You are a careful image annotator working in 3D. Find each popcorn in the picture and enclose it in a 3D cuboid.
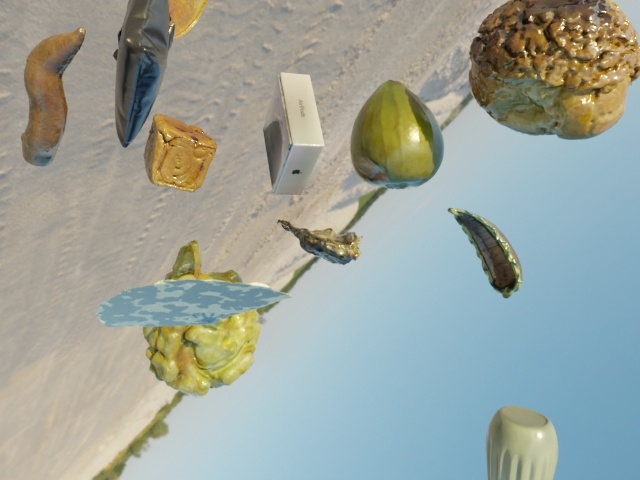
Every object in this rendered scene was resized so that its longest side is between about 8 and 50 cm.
[{"bbox_3d":[-0.283,0.200,1.126,0.274,0.279,0.335,-25,-138,60],"label":"popcorn"}]

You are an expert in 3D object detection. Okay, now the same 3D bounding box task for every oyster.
[{"bbox_3d":[0.003,0.001,0.717,0.105,0.177,0.056,19,89,-45],"label":"oyster"}]

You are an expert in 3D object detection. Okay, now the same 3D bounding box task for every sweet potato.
[{"bbox_3d":[-0.419,-0.218,0.701,0.059,0.067,0.281,-29,164,-46],"label":"sweet potato"}]

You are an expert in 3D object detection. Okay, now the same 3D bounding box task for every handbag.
[{"bbox_3d":[-0.303,-0.310,0.776,0.254,0.089,0.211,-39,-133,54],"label":"handbag"}]

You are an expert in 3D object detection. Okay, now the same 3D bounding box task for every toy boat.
[{"bbox_3d":[0.454,0.013,1.243,0.099,0.293,0.108,-35,-177,-28],"label":"toy boat"}]

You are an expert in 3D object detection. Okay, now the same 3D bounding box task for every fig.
[{"bbox_3d":[0.189,-0.263,1.151,0.239,0.271,0.239,-3,-174,0],"label":"fig"}]

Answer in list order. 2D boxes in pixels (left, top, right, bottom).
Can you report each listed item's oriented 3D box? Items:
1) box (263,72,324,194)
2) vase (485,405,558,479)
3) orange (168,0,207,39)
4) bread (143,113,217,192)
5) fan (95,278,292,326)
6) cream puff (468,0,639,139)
[{"bbox_3d":[-0.045,-0.157,0.696,0.051,0.130,0.129,-2,155,-20],"label":"box"},{"bbox_3d":[0.380,0.455,0.888,0.128,0.128,0.248,-41,134,-79],"label":"vase"},{"bbox_3d":[-0.326,-0.657,1.065,0.310,0.274,0.274,-29,-176,17],"label":"orange"},{"bbox_3d":[-0.368,-0.224,1.188,0.143,0.149,0.158,53,-52,50],"label":"bread"},{"bbox_3d":[-0.151,0.072,0.513,0.240,0.009,0.131,-10,152,13],"label":"fan"},{"bbox_3d":[0.479,-0.377,0.945,0.327,0.343,0.231,-16,145,-6],"label":"cream puff"}]
